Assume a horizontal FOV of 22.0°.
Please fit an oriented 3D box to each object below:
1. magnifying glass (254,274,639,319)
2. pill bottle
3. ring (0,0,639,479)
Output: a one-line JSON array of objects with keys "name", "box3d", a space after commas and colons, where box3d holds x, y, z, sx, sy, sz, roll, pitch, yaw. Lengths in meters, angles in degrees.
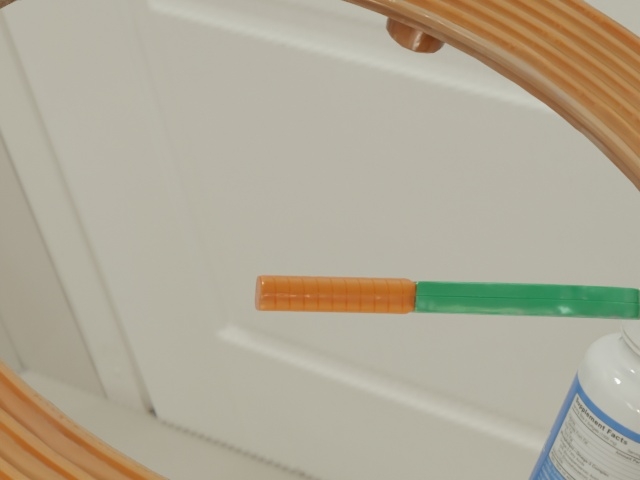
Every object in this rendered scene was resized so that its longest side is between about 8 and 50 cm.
[{"name": "magnifying glass", "box3d": [0.077, 0.035, 0.973, 0.230, 0.092, 0.026, 4, 88, -9]}, {"name": "pill bottle", "box3d": [0.250, 0.151, 1.304, 0.124, 0.222, 0.124, 17, 25, -8]}, {"name": "ring", "box3d": [0.000, 0.000, 0.428, 0.336, 0.032, 0.337, 14, 39, -12]}]
